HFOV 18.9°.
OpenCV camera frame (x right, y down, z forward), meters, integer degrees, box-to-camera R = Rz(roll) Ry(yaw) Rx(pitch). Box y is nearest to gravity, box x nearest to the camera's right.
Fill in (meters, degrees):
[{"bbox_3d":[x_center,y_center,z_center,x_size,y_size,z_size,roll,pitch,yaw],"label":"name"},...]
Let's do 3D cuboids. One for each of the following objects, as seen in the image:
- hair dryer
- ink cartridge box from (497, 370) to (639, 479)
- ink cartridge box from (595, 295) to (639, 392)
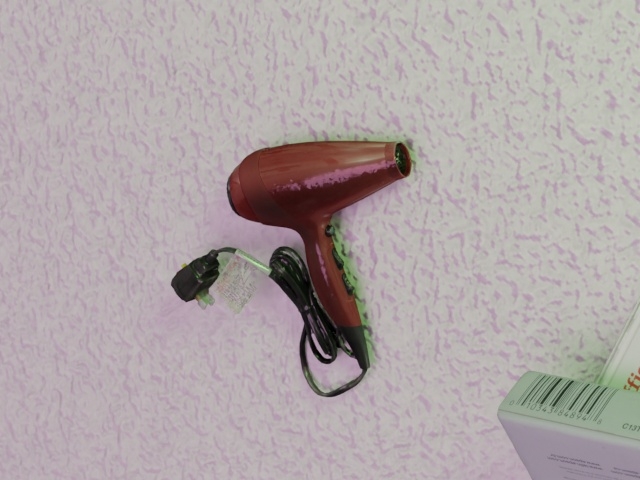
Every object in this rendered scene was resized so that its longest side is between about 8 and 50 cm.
[{"bbox_3d":[0.000,0.000,1.933,0.223,0.080,0.293,32,125,0],"label":"hair dryer"},{"bbox_3d":[0.354,0.269,1.720,0.324,0.071,0.330,8,140,44],"label":"ink cartridge box"},{"bbox_3d":[0.374,0.130,1.732,0.218,0.092,0.158,31,118,16],"label":"ink cartridge box"}]
